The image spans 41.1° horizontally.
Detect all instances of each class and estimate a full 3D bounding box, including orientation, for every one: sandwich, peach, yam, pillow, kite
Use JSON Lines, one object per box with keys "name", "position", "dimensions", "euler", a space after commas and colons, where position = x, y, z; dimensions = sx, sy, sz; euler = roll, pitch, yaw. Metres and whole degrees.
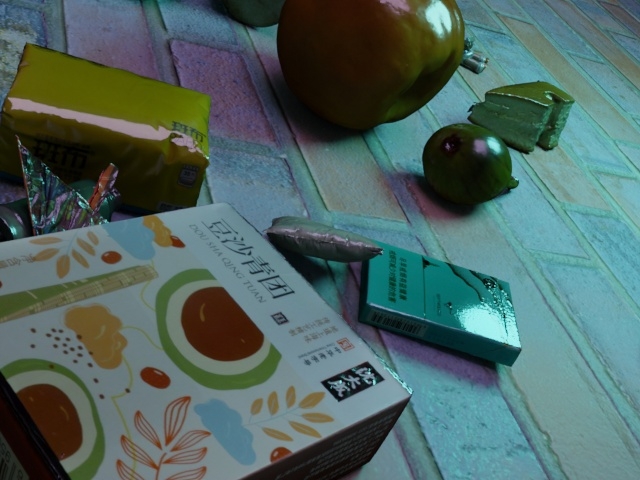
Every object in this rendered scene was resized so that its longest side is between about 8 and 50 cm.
{"name": "sandwich", "position": [0.435, -0.270, 1.849], "dimensions": [0.235, 0.122, 0.128], "euler": [-16, 47, -43]}
{"name": "peach", "position": [0.081, -0.373, 1.565], "dimensions": [0.343, 0.343, 0.302], "euler": [-18, 70, -48]}
{"name": "yam", "position": [-0.153, -0.591, 1.857], "dimensions": [0.168, 0.168, 0.304], "euler": [12, 36, -21]}
{"name": "pillow", "position": [0.000, 0.000, 1.125], "dimensions": [0.148, 0.050, 0.230], "euler": [7, 3, -2]}
{"name": "kite", "position": [-0.281, -0.018, 0.993], "dimensions": [0.232, 0.009, 0.189], "euler": [46, 51, -36]}

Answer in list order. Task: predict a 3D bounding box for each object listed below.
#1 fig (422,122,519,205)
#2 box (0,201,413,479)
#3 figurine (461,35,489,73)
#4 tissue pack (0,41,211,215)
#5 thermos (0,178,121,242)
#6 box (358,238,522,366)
{"name": "fig", "position": [0.294, -0.111, 1.558], "dimensions": [0.259, 0.151, 0.151], "euler": [33, 19, -46]}
{"name": "box", "position": [-0.160, 0.130, 0.864], "dimensions": [0.385, 0.122, 0.344], "euler": [-13, 49, -45]}
{"name": "figurine", "position": [0.334, -0.495, 2.118], "dimensions": [0.197, 0.093, 0.147], "euler": [26, 44, -1]}
{"name": "tissue pack", "position": [-0.287, -0.149, 1.162], "dimensions": [0.271, 0.134, 0.192], "euler": [13, 35, -18]}
{"name": "thermos", "position": [-0.312, -0.028, 1.024], "dimensions": [0.083, 0.073, 0.187], "euler": [5, 20, 32]}
{"name": "box", "position": [0.168, 0.086, 1.218], "dimensions": [0.226, 0.042, 0.161], "euler": [17, 34, -7]}
